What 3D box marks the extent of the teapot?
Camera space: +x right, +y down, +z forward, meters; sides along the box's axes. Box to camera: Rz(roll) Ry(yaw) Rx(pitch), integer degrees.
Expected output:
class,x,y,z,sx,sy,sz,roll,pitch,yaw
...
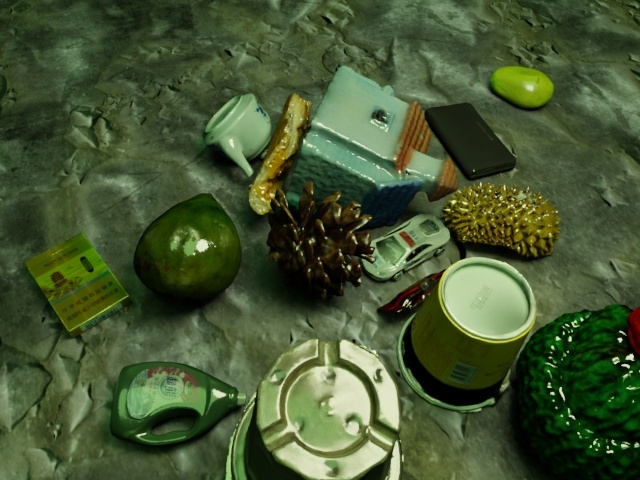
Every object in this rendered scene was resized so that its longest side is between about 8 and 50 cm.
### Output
class,x,y,z,sx,sy,sz,roll,pitch,yaw
teapot,-0.173,-0.246,1.202,0.159,0.159,0.232,9,45,3

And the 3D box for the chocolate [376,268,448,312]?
class,x,y,z,sx,sy,sz,roll,pitch,yaw
chocolate,0.196,0.094,1.013,0.183,0.086,0.028,-30,97,-19

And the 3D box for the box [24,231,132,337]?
class,x,y,z,sx,sy,sz,roll,pitch,yaw
box,-0.468,0.081,1.001,0.121,0.030,0.193,-33,62,-25

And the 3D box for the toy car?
class,x,y,z,sx,sy,sz,roll,pitch,yaw
toy car,0.177,0.012,1.080,0.205,0.056,0.095,-27,62,-22

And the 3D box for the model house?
class,x,y,z,sx,sy,sz,roll,pitch,yaw
model house,0.127,-0.172,1.113,0.329,0.251,0.294,21,54,2

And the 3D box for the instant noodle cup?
class,x,y,z,sx,sy,sz,roll,pitch,yaw
instant noodle cup,0.249,0.152,0.875,0.216,0.236,0.215,1,56,-1

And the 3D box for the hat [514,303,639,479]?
class,x,y,z,sx,sy,sz,roll,pitch,yaw
hat,0.450,0.201,0.787,0.242,0.332,0.274,7,50,-8

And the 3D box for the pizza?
class,x,y,z,sx,sy,sz,roll,pitch,yaw
pizza,-0.078,-0.209,1.143,0.074,0.182,0.365,23,48,-9

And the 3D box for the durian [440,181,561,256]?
class,x,y,z,sx,sy,sz,roll,pitch,yaw
durian,0.386,-0.062,1.107,0.250,0.138,0.183,9,62,10

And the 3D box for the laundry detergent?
class,x,y,z,sx,sy,sz,roll,pitch,yaw
laundry detergent,-0.230,0.272,0.862,0.211,0.063,0.137,4,55,-4

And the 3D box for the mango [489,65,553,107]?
class,x,y,z,sx,sy,sz,roll,pitch,yaw
mango,0.544,-0.420,1.396,0.163,0.089,0.117,39,61,23

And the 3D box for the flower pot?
class,x,y,z,sx,sy,sz,roll,pitch,yaw
flower pot,0.000,0.283,0.747,0.291,0.259,0.290,3,55,-4

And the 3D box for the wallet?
class,x,y,z,sx,sy,sz,roll,pitch,yaw
wallet,0.373,-0.260,1.299,0.149,0.044,0.250,-12,56,-17

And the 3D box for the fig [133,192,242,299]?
class,x,y,z,sx,sy,sz,roll,pitch,yaw
fig,-0.244,-0.003,0.979,0.196,0.195,0.244,3,63,-2

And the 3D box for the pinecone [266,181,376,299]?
class,x,y,z,sx,sy,sz,roll,pitch,yaw
pinecone,0.003,-0.001,0.979,0.202,0.228,0.202,-10,33,4
